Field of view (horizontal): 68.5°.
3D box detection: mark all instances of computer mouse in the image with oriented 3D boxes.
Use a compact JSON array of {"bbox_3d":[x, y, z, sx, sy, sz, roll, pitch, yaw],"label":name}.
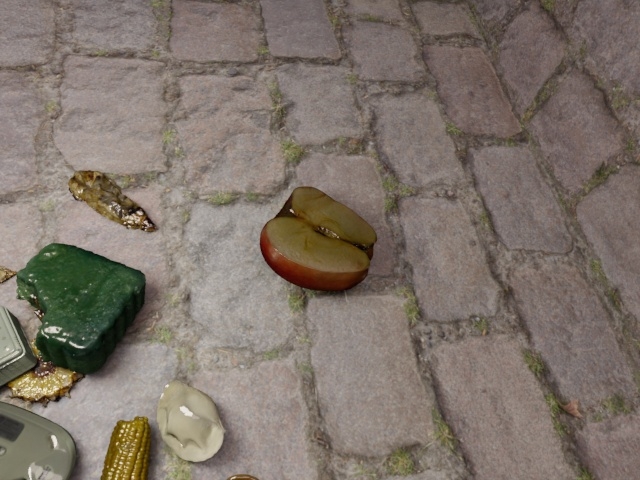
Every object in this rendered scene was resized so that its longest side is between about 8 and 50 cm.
[{"bbox_3d":[-0.762,0.521,1.156,0.331,0.095,0.197,22,57,9],"label":"computer mouse"}]

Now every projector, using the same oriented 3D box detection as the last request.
[{"bbox_3d":[-0.904,0.305,1.207,0.257,0.099,0.192,-32,59,-22],"label":"projector"}]

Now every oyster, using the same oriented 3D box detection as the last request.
[{"bbox_3d":[-0.968,0.111,1.368,0.132,0.029,0.085,12,65,-11],"label":"oyster"},{"bbox_3d":[-0.685,-0.135,1.555,0.345,0.078,0.128,33,51,9],"label":"oyster"}]

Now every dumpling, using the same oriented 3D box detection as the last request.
[{"bbox_3d":[-0.362,0.489,1.266,0.216,0.126,0.166,40,86,-1],"label":"dumpling"}]

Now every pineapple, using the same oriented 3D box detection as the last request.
[{"bbox_3d":[-0.744,0.346,1.282,0.222,0.047,0.221,7,59,-11],"label":"pineapple"}]

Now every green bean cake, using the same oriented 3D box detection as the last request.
[{"bbox_3d":[-0.682,0.182,1.296,0.308,0.169,0.300,23,45,-1],"label":"green bean cake"}]

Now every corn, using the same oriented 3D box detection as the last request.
[{"bbox_3d":[-0.485,0.622,1.153,0.121,0.120,0.362,6,59,-10],"label":"corn"}]

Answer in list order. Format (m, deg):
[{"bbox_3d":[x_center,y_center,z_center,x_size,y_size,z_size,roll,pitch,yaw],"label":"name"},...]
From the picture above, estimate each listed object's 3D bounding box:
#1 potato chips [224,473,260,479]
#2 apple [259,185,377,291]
[{"bbox_3d":[-0.194,0.710,1.206,0.208,0.062,0.195,17,64,-6],"label":"potato chips"},{"bbox_3d":[0.000,0.000,1.525,0.365,0.295,0.328,25,85,-2],"label":"apple"}]
